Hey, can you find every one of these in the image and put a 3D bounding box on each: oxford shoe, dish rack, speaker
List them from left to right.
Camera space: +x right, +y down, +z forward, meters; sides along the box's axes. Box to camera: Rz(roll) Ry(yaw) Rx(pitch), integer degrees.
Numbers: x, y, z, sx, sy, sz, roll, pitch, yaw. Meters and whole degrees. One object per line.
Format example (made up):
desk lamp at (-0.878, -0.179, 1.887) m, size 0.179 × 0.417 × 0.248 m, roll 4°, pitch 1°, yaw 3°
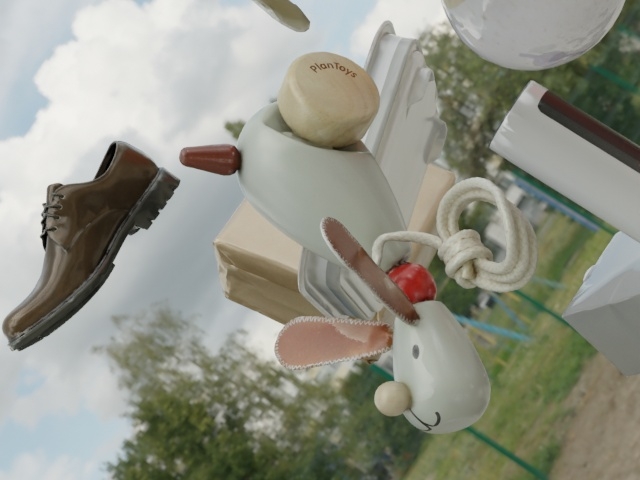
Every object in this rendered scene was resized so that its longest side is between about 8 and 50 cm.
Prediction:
oxford shoe at (-0.232, 0.000, 0.908) m, size 0.083 × 0.096 × 0.227 m, roll -21°, pitch 33°, yaw 55°
dish rack at (0.078, -0.064, 1.178) m, size 0.285 × 0.072 × 0.332 m, roll 50°, pitch -124°, yaw -69°
speaker at (0.183, -0.048, 0.651) m, size 0.055 × 0.136 × 0.055 m, roll -53°, pitch -10°, yaw -14°

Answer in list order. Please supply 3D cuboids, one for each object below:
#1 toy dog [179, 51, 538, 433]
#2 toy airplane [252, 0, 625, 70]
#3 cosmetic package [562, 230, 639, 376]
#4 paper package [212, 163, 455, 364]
toy dog at (0.000, 0.000, 0.787) m, size 0.161 × 0.333 × 0.220 m, roll -14°, pitch -48°, yaw -27°
toy airplane at (0.088, -0.214, 0.424) m, size 0.386 × 0.272 × 0.384 m, roll -15°, pitch 2°, yaw 16°
cosmetic package at (0.342, 0.037, 0.882) m, size 0.127 × 0.107 × 0.238 m, roll -50°, pitch 4°, yaw -22°
paper package at (0.028, -0.007, 1.639) m, size 0.325 × 0.309 × 0.168 m, roll -57°, pitch -18°, yaw -34°
